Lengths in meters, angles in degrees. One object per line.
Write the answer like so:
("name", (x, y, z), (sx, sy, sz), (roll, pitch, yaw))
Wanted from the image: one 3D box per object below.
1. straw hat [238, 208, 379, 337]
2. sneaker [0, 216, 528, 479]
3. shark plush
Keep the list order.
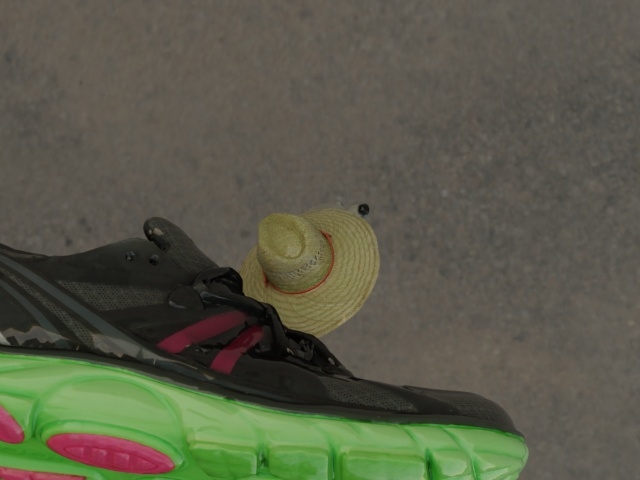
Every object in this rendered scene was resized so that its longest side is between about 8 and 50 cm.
("straw hat", (-0.023, 0.009, 0.871), (0.144, 0.144, 0.061), (-20, 135, 15))
("sneaker", (-0.072, 0.085, 0.742), (0.482, 0.202, 0.185), (16, 144, -11))
("shark plush", (0.000, 0.000, 1.026), (0.073, 0.161, 0.067), (-14, 99, -14))
